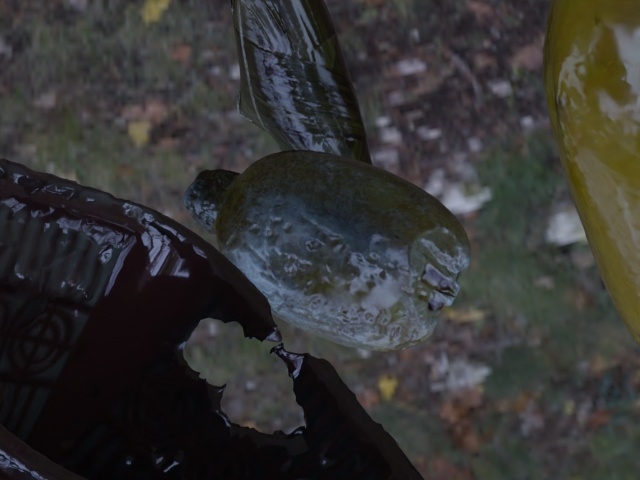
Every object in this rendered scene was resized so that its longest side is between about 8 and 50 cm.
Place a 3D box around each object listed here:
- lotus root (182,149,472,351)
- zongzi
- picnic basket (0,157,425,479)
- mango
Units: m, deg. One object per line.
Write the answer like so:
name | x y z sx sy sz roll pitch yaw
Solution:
lotus root | 0.000 0.000 1.162 0.192 0.113 0.088 22 177 18
zongzi | -0.007 -0.132 1.436 0.084 0.184 0.187 -26 139 -16
picnic basket | -0.108 0.074 0.666 0.129 0.222 0.297 -49 153 13
mango | 0.246 -0.050 1.048 0.365 0.182 0.253 40 76 -34
